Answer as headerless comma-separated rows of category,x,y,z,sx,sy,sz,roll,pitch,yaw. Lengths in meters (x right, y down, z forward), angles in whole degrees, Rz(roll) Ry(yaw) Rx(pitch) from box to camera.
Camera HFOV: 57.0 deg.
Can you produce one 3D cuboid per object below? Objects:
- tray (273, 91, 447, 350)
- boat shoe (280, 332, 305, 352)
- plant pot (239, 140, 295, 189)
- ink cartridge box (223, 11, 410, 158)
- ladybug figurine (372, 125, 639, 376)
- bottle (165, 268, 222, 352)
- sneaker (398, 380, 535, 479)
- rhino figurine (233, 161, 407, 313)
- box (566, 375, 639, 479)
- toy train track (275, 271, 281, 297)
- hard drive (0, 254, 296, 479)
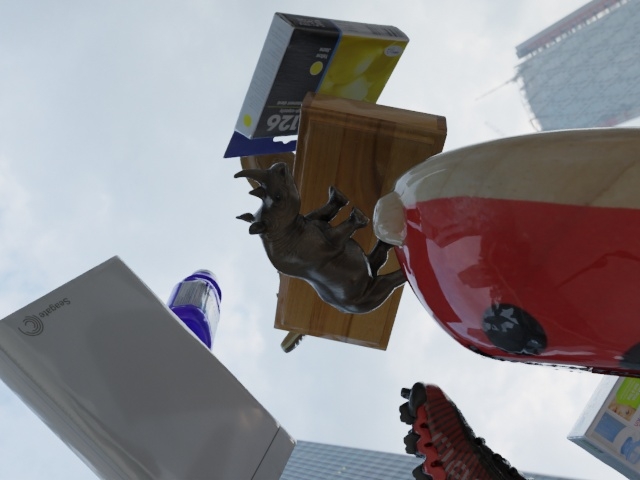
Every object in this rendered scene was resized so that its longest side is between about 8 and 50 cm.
tray,0.048,-0.011,0.933,0.203,0.410,0.076,11,-147,2
boat shoe,-0.048,0.204,1.523,0.072,0.068,0.190,40,-115,10
plant pot,-0.103,-0.176,1.529,0.236,0.032,0.236,29,-140,-28
ink cartridge box,-0.008,-0.274,1.138,0.304,0.307,0.072,-14,-128,-42
ladybug figurine,0.262,0.028,0.472,0.450,0.305,0.161,6,-103,-1
bottle,-0.242,0.134,1.133,0.092,0.283,0.118,-8,-73,-1
sneaker,0.175,0.256,0.573,0.135,0.097,0.275,-27,-116,6
rhino figurine,0.000,0.000,0.630,0.243,0.073,0.106,37,-83,-33
box,0.484,0.245,0.888,0.114,0.103,0.203,33,-102,18
toy train track,-0.083,0.102,1.265,0.048,0.014,0.083,5,-112,-45
hard drive,-0.193,0.190,0.701,0.353,0.047,0.233,46,-157,-2
